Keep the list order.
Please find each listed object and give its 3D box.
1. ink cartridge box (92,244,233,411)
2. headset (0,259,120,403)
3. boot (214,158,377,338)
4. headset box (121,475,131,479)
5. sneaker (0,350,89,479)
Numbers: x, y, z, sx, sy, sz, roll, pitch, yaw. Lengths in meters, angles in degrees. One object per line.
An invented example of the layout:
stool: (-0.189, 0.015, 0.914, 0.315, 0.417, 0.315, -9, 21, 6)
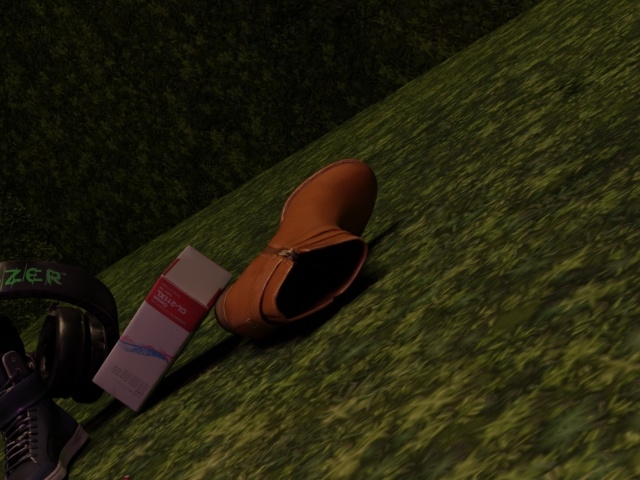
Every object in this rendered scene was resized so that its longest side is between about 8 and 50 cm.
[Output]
ink cartridge box: (-0.195, 0.109, 1.643, 0.175, 0.072, 0.127, -54, 2, 19)
headset: (-0.394, 0.135, 1.772, 0.244, 0.185, 0.394, -4, -36, -10)
boot: (0.000, 0.000, 1.523, 0.283, 0.109, 0.220, -42, 8, -20)
headset box: (-0.167, 0.266, 0.739, 0.218, 0.110, 0.293, -36, 9, 0)
sneaker: (-0.370, 0.227, 1.585, 0.086, 0.163, 0.226, -33, 10, 10)
